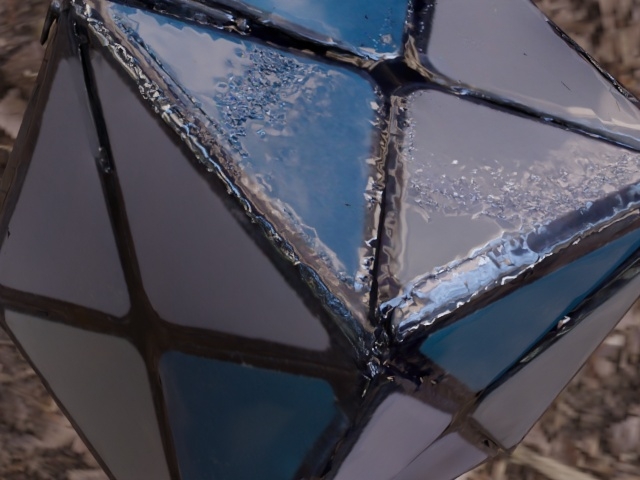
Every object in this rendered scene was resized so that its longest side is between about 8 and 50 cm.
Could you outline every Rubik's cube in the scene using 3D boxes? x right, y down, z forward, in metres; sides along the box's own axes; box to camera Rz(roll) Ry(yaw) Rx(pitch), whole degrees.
[{"bbox_3d":[0.000,0.000,0.991,0.305,0.310,0.307,-19,62,-39],"label":"Rubik's cube"}]
